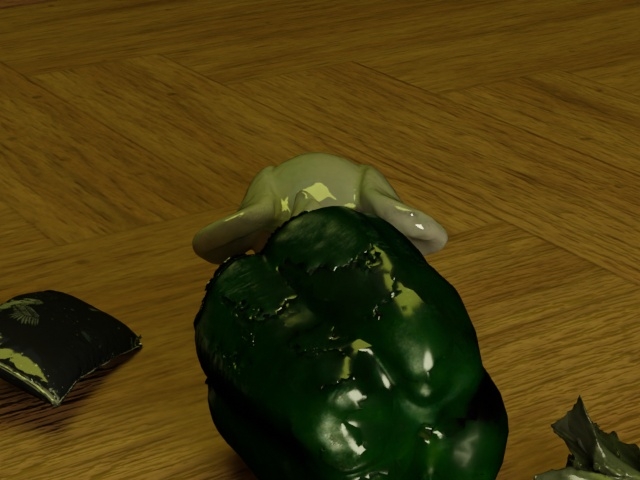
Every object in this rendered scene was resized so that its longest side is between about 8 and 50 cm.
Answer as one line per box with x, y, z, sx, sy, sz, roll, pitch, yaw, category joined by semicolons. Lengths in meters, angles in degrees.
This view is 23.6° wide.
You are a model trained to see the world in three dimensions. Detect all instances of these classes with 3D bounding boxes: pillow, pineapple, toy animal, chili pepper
-0.277;0.099;1.539;0.141;0.055;0.208;29;17;9;pillow
0.306;0.204;1.203;0.277;0.130;0.119;9;12;29;pineapple
-0.013;0.006;1.645;0.249;0.174;0.289;-10;25;-21;toy animal
0.028;0.121;1.303;0.233;0.249;0.256;-35;35;-7;chili pepper
